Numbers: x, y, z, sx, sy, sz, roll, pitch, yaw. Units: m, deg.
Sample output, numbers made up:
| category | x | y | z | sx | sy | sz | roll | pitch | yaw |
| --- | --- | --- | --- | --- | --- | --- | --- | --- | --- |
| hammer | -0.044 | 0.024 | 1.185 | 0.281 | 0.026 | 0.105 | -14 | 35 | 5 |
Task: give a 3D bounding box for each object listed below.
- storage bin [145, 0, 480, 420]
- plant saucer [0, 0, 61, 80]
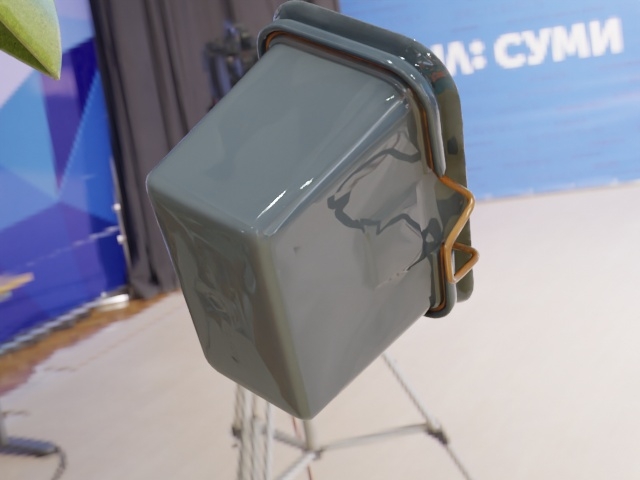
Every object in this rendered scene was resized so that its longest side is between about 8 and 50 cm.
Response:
| category | x | y | z | sx | sy | sz | roll | pitch | yaw |
| --- | --- | --- | --- | --- | --- | --- | --- | --- | --- |
| storage bin | 0.000 | 0.000 | 0.410 | 0.098 | 0.135 | 0.091 | 25 | 57 | 30 |
| plant saucer | -0.273 | -0.211 | 0.786 | 0.188 | 0.188 | 0.045 | 29 | 75 | 37 |
